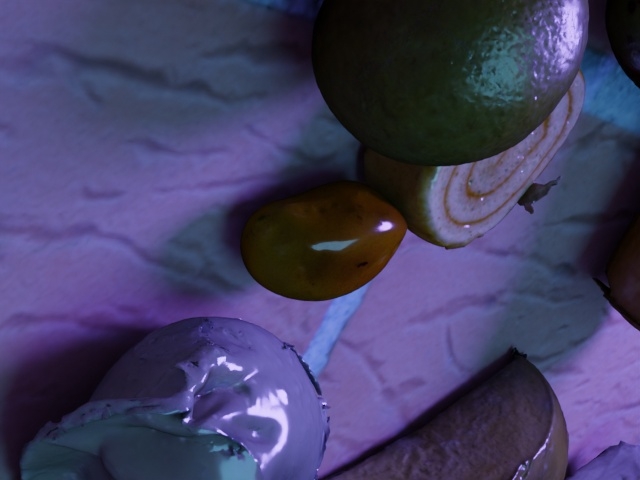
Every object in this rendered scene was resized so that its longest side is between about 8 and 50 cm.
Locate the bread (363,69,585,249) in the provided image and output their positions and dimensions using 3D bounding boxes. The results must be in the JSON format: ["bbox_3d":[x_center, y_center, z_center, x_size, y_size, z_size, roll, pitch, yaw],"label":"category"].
[{"bbox_3d":[0.098,-0.067,1.186,0.149,0.073,0.122,-53,145,0],"label":"bread"}]

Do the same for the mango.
[{"bbox_3d":[0.000,0.000,1.139,0.114,0.060,0.080,-1,137,-53],"label":"mango"}]

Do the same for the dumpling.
[{"bbox_3d":[-0.085,0.128,1.117,0.172,0.142,0.247,-23,159,17],"label":"dumpling"}]

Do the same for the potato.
[{"bbox_3d":[0.095,0.197,1.408,0.243,0.098,0.138,-28,141,-32],"label":"potato"}]

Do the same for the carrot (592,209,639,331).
[{"bbox_3d":[0.320,-0.030,1.425,0.254,0.196,0.196,-51,148,14],"label":"carrot"}]

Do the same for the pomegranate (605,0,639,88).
[{"bbox_3d":[0.266,-0.161,1.254,0.148,0.148,0.169,20,93,-56],"label":"pomegranate"}]

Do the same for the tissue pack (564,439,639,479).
[{"bbox_3d":[0.255,0.421,1.668,0.264,0.253,0.416,-35,144,-26],"label":"tissue pack"}]

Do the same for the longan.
[{"bbox_3d":[0.064,-0.123,1.049,0.145,0.176,0.155,-30,-152,60],"label":"longan"}]
